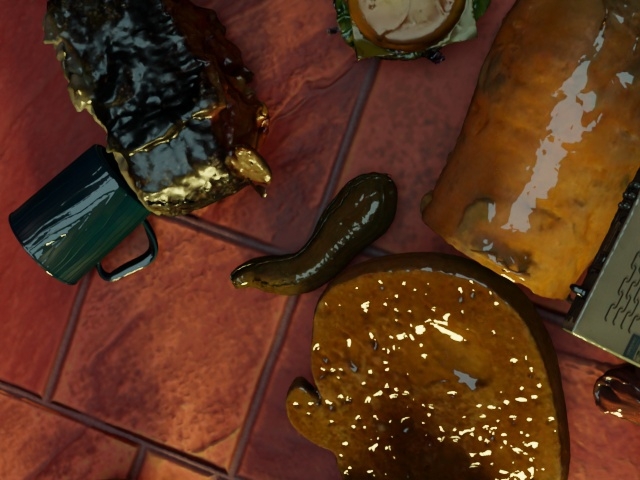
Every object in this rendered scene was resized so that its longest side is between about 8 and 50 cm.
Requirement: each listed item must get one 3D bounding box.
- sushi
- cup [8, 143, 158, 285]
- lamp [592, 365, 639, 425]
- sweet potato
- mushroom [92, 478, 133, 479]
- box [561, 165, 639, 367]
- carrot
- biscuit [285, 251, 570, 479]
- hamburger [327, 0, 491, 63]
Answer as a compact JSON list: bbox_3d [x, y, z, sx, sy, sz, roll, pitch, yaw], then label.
[{"bbox_3d":[-0.179,-0.176,1.377,0.182,0.196,0.343,-32,85,16],"label":"sushi"},{"bbox_3d":[-0.275,-0.026,1.450,0.138,0.150,0.113,-40,50,7],"label":"cup"},{"bbox_3d":[0.423,0.154,1.291,0.223,0.151,0.215,-59,39,28],"label":"lamp"},{"bbox_3d":[0.002,0.006,1.414,0.233,0.062,0.081,-37,69,12],"label":"sweet potato"},{"bbox_3d":[-0.252,0.487,1.430,0.154,0.137,0.407,14,99,23],"label":"mushroom"},{"bbox_3d":[0.374,0.006,1.182,0.211,0.045,0.270,25,90,-8],"label":"box"},{"bbox_3d":[0.264,-0.126,1.287,0.224,0.224,0.340,29,101,9],"label":"carrot"},{"bbox_3d":[0.114,0.183,1.340,0.314,0.063,0.367,-5,113,21],"label":"biscuit"},{"bbox_3d":[0.103,-0.282,1.374,0.189,0.093,0.164,3,93,12],"label":"hamburger"}]
